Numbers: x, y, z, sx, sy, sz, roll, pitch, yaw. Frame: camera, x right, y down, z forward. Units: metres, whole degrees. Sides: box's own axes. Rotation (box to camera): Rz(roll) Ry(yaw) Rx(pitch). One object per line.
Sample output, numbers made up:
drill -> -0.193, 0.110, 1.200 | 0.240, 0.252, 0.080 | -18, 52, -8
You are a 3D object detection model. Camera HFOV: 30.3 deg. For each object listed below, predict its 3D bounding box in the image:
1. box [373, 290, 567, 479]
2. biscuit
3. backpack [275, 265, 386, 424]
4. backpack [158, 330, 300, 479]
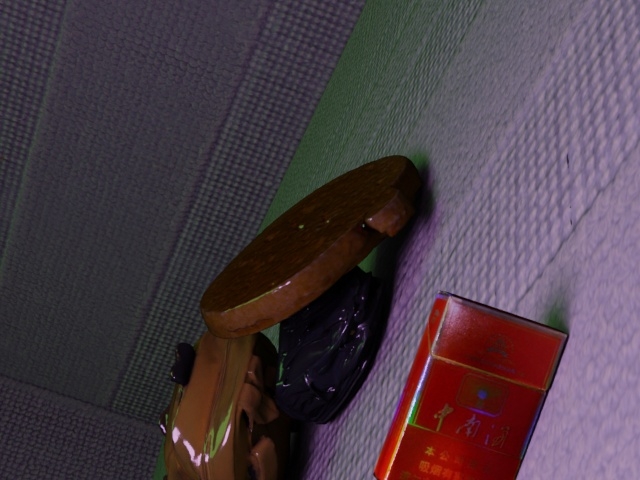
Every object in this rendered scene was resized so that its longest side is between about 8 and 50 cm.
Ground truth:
box -> 0.127, 0.142, 1.009 | 0.048, 0.112, 0.175 | -142, 71, -81
biscuit -> 0.005, 0.007, 1.661 | 0.350, 0.070, 0.394 | -15, 22, 51
backpack -> 0.015, 0.136, 1.675 | 0.258, 0.133, 0.206 | -50, 24, 47
backpack -> -0.143, 0.298, 1.813 | 0.353, 0.201, 0.378 | -83, -7, -47
